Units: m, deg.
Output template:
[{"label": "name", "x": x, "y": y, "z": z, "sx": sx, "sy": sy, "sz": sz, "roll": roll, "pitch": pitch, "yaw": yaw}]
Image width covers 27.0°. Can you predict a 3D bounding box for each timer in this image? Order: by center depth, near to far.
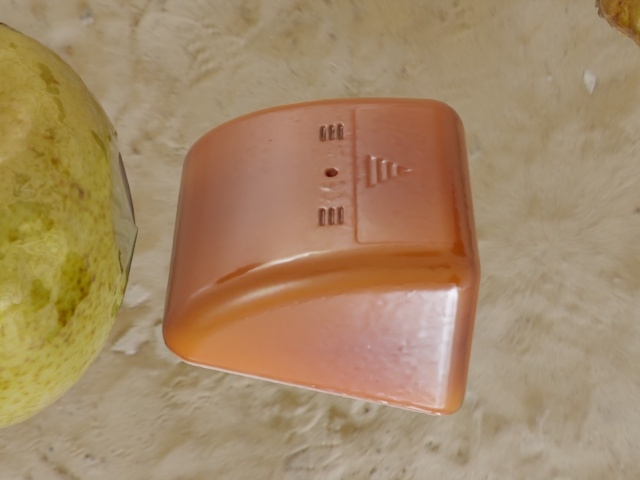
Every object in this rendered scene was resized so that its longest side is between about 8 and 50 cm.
[{"label": "timer", "x": 0.000, "y": 0.000, "z": 1.122, "sx": 0.250, "sy": 0.257, "sz": 0.161, "roll": 2, "pitch": 133, "yaw": -1}]

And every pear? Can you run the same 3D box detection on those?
[{"label": "pear", "x": -0.156, "y": -0.001, "z": 0.545, "sx": 0.178, "sy": 0.178, "sz": 0.178, "roll": 0, "pitch": 90, "yaw": 10}]

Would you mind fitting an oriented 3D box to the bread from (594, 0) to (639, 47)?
[{"label": "bread", "x": 0.309, "y": -0.257, "z": 0.959, "sx": 0.152, "sy": 0.119, "sz": 0.288, "roll": 44, "pitch": 136, "yaw": 30}]
